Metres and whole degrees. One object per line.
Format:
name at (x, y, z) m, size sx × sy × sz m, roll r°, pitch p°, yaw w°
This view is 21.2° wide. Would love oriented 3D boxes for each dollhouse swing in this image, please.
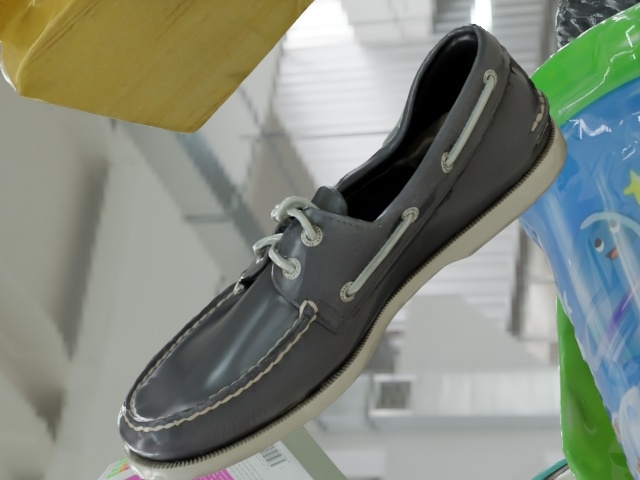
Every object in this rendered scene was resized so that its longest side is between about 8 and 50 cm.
dollhouse swing at (-0.181, -0.268, 0.932) m, size 0.305 × 0.315 × 0.347 m, roll 37°, pitch -173°, yaw -42°

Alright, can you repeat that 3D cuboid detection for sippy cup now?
sippy cup at (0.214, 0.029, 0.777) m, size 0.305 × 0.240 × 0.224 m, roll 60°, pitch -162°, yaw -63°

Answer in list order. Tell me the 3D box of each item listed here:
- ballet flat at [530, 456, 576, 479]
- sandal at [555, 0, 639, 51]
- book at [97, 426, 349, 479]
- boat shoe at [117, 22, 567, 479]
ballet flat at (0.318, 0.133, 1.187) m, size 0.139 × 0.400 × 0.139 m, roll 53°, pitch 172°, yaw 11°
sandal at (0.345, -0.078, 0.999) m, size 0.167 × 0.445 × 0.107 m, roll 119°, pitch 169°, yaw -59°
book at (-0.052, 0.148, 0.975) m, size 0.096 × 0.144 × 0.035 m, roll 51°, pitch -139°, yaw -14°
boat shoe at (0.000, 0.000, 0.610) m, size 0.206 × 0.075 × 0.065 m, roll -41°, pitch -55°, yaw -17°
